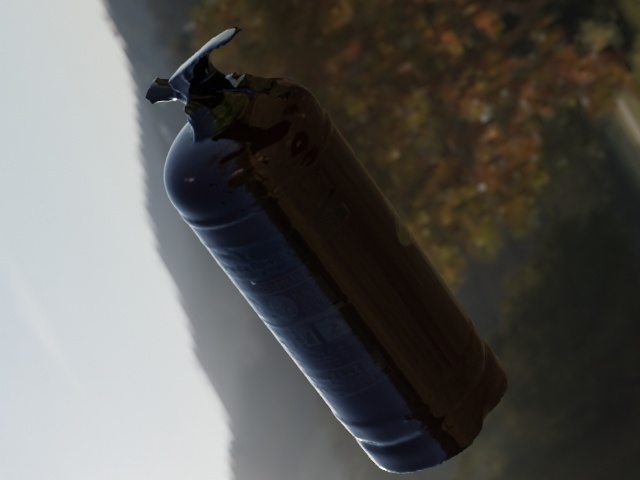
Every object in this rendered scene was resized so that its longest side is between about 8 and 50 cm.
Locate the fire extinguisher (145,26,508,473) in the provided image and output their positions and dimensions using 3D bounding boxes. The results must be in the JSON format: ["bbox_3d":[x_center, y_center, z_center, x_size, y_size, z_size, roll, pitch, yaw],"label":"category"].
[{"bbox_3d":[0.000,0.000,1.228,0.135,0.114,0.337,-2,133,47],"label":"fire extinguisher"}]
